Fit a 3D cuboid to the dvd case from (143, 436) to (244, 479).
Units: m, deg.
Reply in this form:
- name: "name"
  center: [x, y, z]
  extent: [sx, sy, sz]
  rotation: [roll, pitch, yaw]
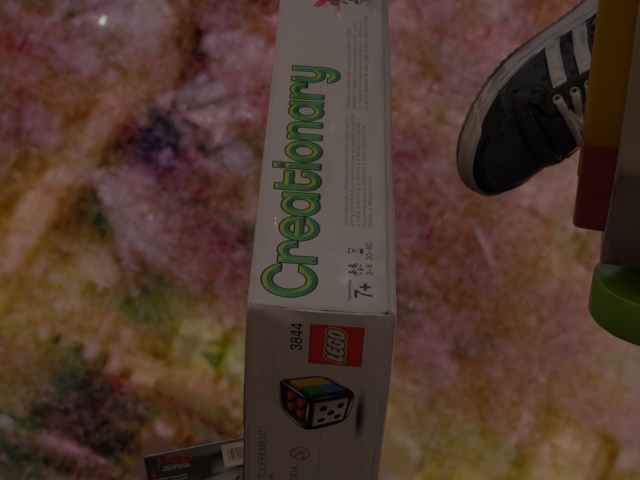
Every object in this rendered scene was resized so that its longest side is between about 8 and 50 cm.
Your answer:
- name: "dvd case"
  center: [-0.072, 0.201, 0.886]
  extent: [0.087, 0.120, 0.013]
  rotation: [-14, -6, 14]

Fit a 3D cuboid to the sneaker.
- name: "sneaker"
  center: [0.249, -0.125, 1.056]
  extent: [0.153, 0.282, 0.099]
  rotation: [39, -9, 49]

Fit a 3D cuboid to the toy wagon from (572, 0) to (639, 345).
- name: "toy wagon"
  center: [0.151, -0.128, 0.523]
  extent: [0.068, 0.267, 0.344]
  rotation: [7, 24, 10]

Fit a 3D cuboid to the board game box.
- name: "board game box"
  center: [0.000, 0.000, 0.581]
  extent: [0.053, 0.305, 0.193]
  rotation: [3, -51, -1]
